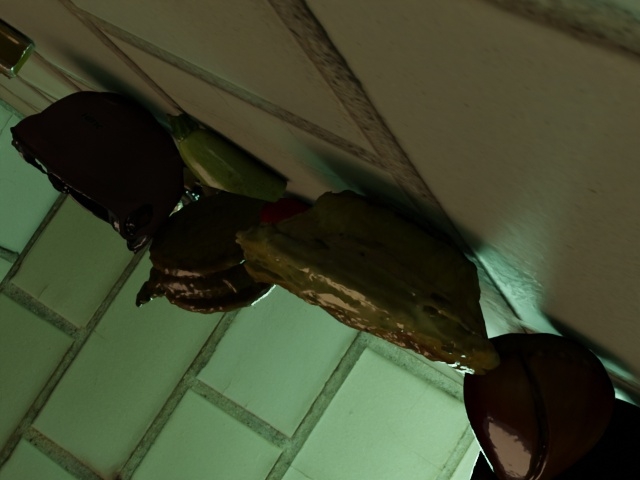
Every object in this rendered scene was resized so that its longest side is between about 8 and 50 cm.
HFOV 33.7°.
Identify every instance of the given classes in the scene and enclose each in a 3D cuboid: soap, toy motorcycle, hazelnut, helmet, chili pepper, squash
[{"bbox_3d":[-0.609,-0.368,1.813,0.232,0.073,0.140,33,176,-10],"label":"soap"},{"bbox_3d":[-0.231,-0.102,1.946,0.229,0.094,0.130,10,155,48],"label":"toy motorcycle"},{"bbox_3d":[0.271,0.219,1.344,0.208,0.208,0.208,32,174,4],"label":"hazelnut"},{"bbox_3d":[-0.340,-0.135,1.725,0.271,0.197,0.338,39,169,18],"label":"helmet"},{"bbox_3d":[-0.003,0.000,1.615,0.137,0.092,0.368,18,-173,-36],"label":"chili pepper"},{"bbox_3d":[-0.150,-0.109,1.527,0.200,0.075,0.090,35,-160,-10],"label":"squash"}]

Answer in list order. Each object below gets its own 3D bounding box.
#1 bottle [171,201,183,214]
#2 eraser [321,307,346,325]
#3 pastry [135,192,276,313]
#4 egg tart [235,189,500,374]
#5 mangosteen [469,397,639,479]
[{"bbox_3d":[-0.346,-0.125,2.135,0.236,0.147,0.147,28,179,-44],"label":"bottle"},{"bbox_3d":[0.013,0.058,1.741,0.124,0.068,0.210,35,-172,-16],"label":"eraser"},{"bbox_3d":[-0.181,0.012,1.794,0.235,0.240,0.132,4,122,16],"label":"pastry"},{"bbox_3d":[0.069,0.040,1.251,0.352,0.150,0.352,27,176,2],"label":"egg tart"},{"bbox_3d":[0.433,0.402,1.560,0.435,0.382,0.382,-8,-166,-26],"label":"mangosteen"}]
